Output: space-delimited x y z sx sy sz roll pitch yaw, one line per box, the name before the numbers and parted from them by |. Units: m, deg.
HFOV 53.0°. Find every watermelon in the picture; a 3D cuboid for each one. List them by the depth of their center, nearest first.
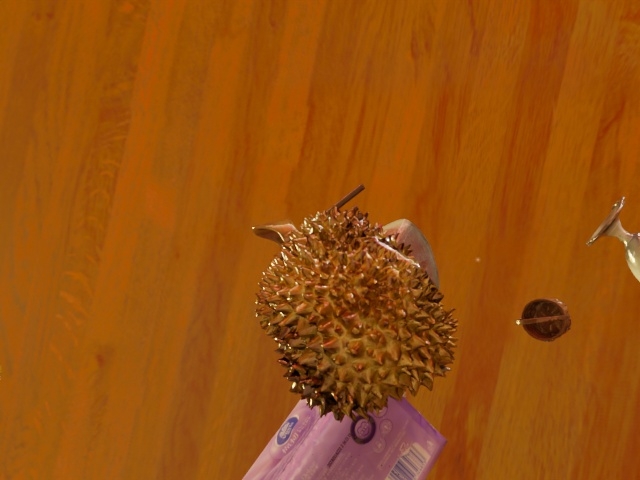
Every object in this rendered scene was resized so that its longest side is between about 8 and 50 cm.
watermelon | 0.175 0.112 1.595 0.148 0.226 0.318 -9 90 43

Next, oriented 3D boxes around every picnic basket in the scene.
picnic basket | 0.325 0.117 0.944 0.072 0.083 0.072 -3 86 39

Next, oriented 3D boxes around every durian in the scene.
durian | 0.032 0.091 0.822 0.258 0.258 0.293 -57 34 6

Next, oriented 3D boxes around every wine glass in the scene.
wine glass | 0.564 0.031 1.066 0.222 0.103 0.103 39 97 13

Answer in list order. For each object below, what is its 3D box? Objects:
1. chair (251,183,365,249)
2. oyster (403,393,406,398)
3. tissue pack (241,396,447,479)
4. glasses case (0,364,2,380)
chair | 0.000 0.000 1.379 0.247 0.158 0.172 -25 78 -7
oyster | 0.176 0.405 1.651 0.100 0.037 0.098 -2 106 -13
tissue pack | 0.025 0.404 1.096 0.242 0.160 0.338 47 67 -18
glasses case | -0.558 0.178 0.872 0.079 0.234 0.064 7 86 43
